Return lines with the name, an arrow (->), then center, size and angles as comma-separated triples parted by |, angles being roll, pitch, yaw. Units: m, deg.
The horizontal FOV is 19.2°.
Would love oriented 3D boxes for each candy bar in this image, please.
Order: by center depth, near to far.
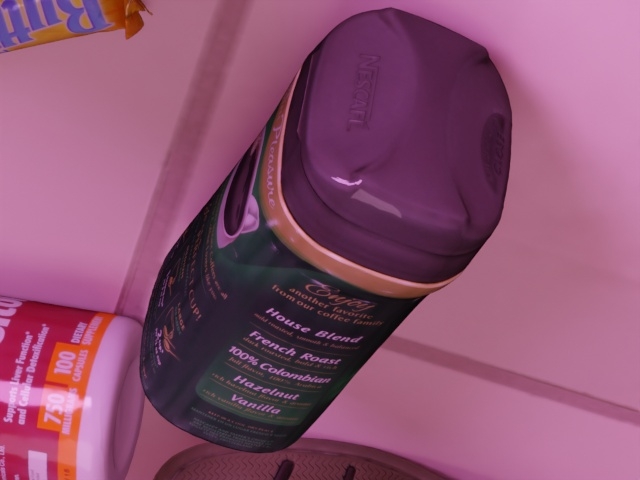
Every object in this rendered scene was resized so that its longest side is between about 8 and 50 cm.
candy bar -> -0.138, -0.078, 0.690 | 0.161, 0.018, 0.040 | -9, 138, 20

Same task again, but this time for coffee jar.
coffee jar -> 0.000, 0.000, 0.695 | 0.079, 0.096, 0.184 | 20, 144, -15

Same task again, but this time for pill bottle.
pill bottle -> -0.159, 0.065, 0.838 | 0.152, 0.086, 0.086 | 8, 143, 5

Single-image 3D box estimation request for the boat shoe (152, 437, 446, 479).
boat shoe -> 0.059, 0.179, 0.900 | 0.302, 0.113, 0.103 | 14, 138, -3
